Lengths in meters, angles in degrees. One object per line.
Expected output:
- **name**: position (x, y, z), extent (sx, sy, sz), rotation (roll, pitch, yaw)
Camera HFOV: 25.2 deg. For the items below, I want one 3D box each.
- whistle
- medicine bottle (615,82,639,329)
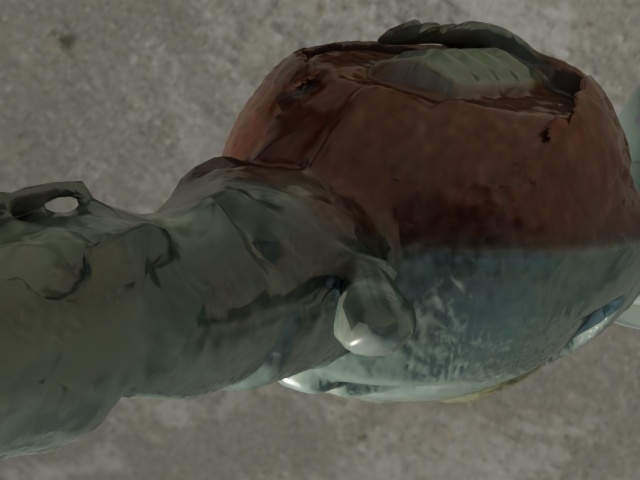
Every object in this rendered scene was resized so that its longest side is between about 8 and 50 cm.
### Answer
- **whistle**: position (-0.001, -0.001, 0.440), extent (0.142, 0.346, 0.133), rotation (37, 116, 24)
- **medicine bottle**: position (0.234, -0.052, 0.943), extent (0.090, 0.216, 0.090), rotation (12, 166, 3)
